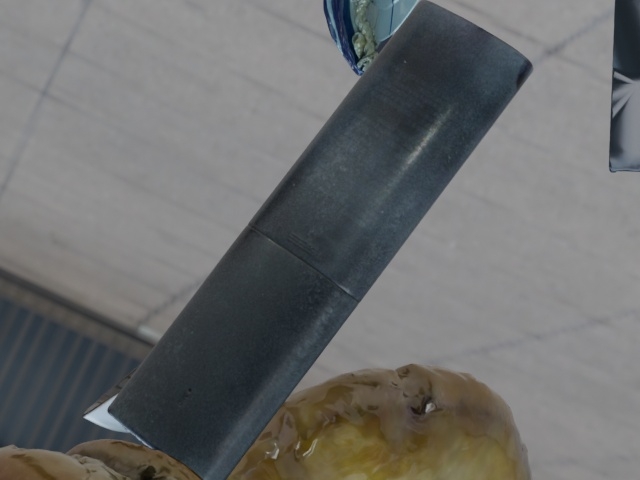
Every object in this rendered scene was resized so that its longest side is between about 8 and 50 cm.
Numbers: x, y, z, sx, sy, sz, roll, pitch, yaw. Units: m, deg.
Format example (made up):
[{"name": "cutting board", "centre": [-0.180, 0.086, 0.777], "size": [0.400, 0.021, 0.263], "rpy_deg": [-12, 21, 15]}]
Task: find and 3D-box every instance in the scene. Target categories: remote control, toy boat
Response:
[{"name": "remote control", "centre": [0.000, 0.000, 1.223], "size": [0.107, 0.377, 0.044], "rpy_deg": [33, 173, 32]}, {"name": "toy boat", "centre": [0.088, -0.288, 1.782], "size": [0.067, 0.220, 0.291], "rpy_deg": [9, 168, -24]}]

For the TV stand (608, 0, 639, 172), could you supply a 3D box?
[{"name": "TV stand", "centre": [0.208, -0.174, 0.949], "size": [0.088, 0.269, 0.083], "rpy_deg": [3, -169, 16]}]

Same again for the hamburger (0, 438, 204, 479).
[{"name": "hamburger", "centre": [-0.138, 0.229, 0.922], "size": [0.286, 0.243, 0.146], "rpy_deg": [4, 177, 39]}]

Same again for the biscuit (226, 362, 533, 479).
[{"name": "biscuit", "centre": [0.006, 0.301, 1.471], "size": [0.104, 0.429, 0.446], "rpy_deg": [41, 155, 46]}]

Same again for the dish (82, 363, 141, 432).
[{"name": "dish", "centre": [-0.125, 0.129, 1.576], "size": [0.066, 0.190, 0.190], "rpy_deg": [54, 163, -3]}]
